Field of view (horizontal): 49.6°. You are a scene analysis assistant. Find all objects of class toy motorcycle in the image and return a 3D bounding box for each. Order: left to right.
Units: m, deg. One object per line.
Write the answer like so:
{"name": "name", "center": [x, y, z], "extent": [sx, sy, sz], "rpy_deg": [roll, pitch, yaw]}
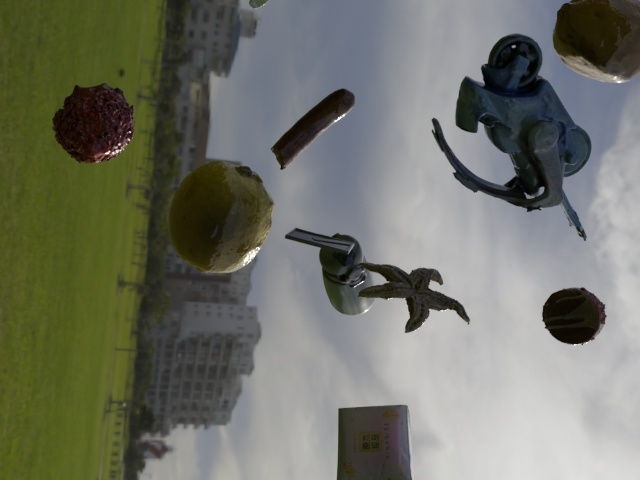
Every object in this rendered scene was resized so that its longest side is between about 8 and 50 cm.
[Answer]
{"name": "toy motorcycle", "center": [0.358, -0.197, 1.289], "extent": [0.241, 0.319, 0.182], "rpy_deg": [-45, -157, -11]}

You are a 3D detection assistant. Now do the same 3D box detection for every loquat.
{"name": "loquat", "center": [0.587, -0.417, 1.421], "extent": [0.176, 0.234, 0.187], "rpy_deg": [-60, -171, 23]}

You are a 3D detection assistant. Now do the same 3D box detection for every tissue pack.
{"name": "tissue pack", "center": [0.138, 0.531, 1.713], "extent": [0.225, 0.185, 0.124], "rpy_deg": [-87, 168, -50]}

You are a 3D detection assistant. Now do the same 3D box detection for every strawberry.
{"name": "strawberry", "center": [-0.513, -0.253, 1.586], "extent": [0.201, 0.187, 0.184], "rpy_deg": [-123, -148, -48]}

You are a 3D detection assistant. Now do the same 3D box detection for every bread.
{"name": "bread", "center": [0.679, 0.202, 1.849], "extent": [0.160, 0.073, 0.160], "rpy_deg": [-4, -97, 36]}

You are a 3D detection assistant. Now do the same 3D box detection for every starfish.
{"name": "starfish", "center": [0.194, 0.119, 1.496], "extent": [0.236, 0.277, 0.062], "rpy_deg": [-45, 162, -50]}

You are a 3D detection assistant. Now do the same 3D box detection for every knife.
{"name": "knife", "center": [0.578, -0.079, 1.619], "extent": [0.026, 0.296, 0.044], "rpy_deg": [-36, -131, 10]}

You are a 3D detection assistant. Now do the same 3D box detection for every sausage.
{"name": "sausage", "center": [-0.025, -0.326, 1.995], "extent": [0.302, 0.076, 0.103], "rpy_deg": [-43, -156, -5]}

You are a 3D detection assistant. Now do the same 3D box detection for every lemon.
{"name": "lemon", "center": [-0.248, -0.055, 1.715], "extent": [0.260, 0.260, 0.284], "rpy_deg": [-103, -164, -52]}

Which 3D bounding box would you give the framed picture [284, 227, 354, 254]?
{"name": "framed picture", "center": [0.000, 0.000, 1.591], "extent": [0.109, 0.149, 0.011], "rpy_deg": [-45, 149, -75]}

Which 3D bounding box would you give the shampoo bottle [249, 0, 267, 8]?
{"name": "shampoo bottle", "center": [-0.109, -0.514, 1.385], "extent": [0.049, 0.034, 0.141], "rpy_deg": [-47, -158, 41]}

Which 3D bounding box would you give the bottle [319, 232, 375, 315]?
{"name": "bottle", "center": [0.083, 0.106, 2.215], "extent": [0.347, 0.168, 0.168], "rpy_deg": [71, 15, -60]}
